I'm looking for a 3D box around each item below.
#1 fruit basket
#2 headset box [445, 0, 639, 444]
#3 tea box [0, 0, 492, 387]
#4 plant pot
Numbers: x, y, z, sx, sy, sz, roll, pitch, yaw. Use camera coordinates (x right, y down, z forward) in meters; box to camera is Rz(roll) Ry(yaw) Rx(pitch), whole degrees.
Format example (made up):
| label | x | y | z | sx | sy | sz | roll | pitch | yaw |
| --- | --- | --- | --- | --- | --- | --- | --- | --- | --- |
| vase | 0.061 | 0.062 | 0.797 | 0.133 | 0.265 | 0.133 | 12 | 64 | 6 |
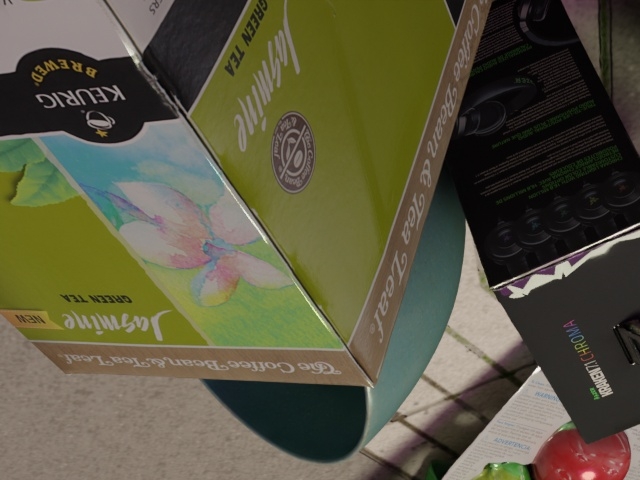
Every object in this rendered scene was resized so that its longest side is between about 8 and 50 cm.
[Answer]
| label | x | y | z | sx | sy | sz | roll | pitch | yaw |
| --- | --- | --- | --- | --- | --- | --- | --- | --- | --- |
| fruit basket | 0.274 | 0.283 | 1.404 | 0.327 | 0.165 | 0.353 | 18 | 114 | -31 |
| headset box | 0.196 | -0.013 | 0.930 | 0.131 | 0.283 | 0.246 | -24 | 136 | 12 |
| tea box | -0.078 | -0.142 | 0.632 | 0.220 | 0.329 | 0.323 | -2 | 141 | 30 |
| plant pot | 0.000 | 0.000 | 0.937 | 0.195 | 0.290 | 0.290 | -35 | 148 | -30 |
